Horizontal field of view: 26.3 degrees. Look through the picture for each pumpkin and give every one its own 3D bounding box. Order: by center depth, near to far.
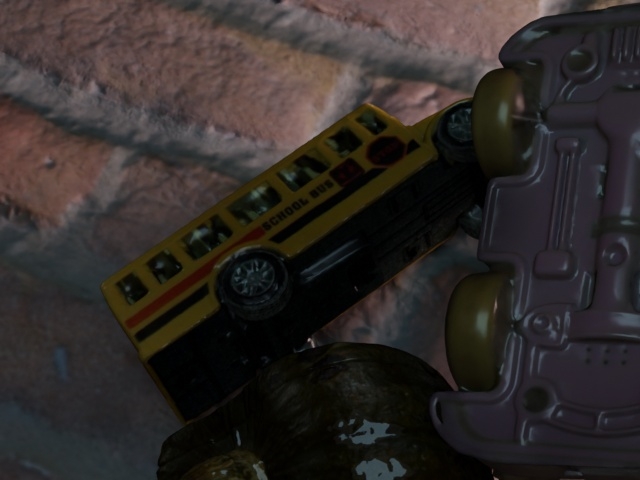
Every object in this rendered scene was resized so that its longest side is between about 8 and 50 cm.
[{"bbox_3d":[-0.005,0.153,0.981,0.248,0.126,0.131,-14,61,0],"label":"pumpkin"}]

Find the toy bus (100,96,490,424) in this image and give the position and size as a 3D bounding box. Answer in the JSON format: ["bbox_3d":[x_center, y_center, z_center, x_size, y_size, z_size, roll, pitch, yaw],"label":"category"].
[{"bbox_3d":[0.000,0.000,1.063,0.336,0.121,0.123,-35,53,-10],"label":"toy bus"}]

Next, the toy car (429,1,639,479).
[{"bbox_3d":[0.236,0.018,0.960,0.242,0.226,0.335,-3,68,28],"label":"toy car"}]
